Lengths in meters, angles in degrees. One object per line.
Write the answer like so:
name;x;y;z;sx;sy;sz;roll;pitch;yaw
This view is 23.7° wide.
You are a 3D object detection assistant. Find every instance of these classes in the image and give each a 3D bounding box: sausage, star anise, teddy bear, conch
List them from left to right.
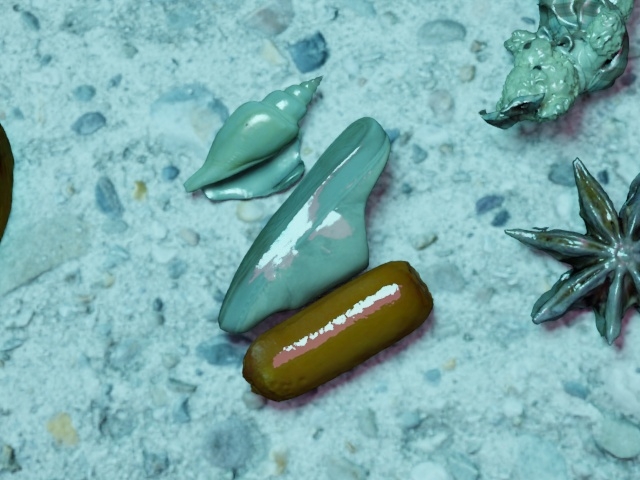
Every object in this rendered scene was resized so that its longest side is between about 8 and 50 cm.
conch;-0.058;-0.100;1.532;0.180;0.088;0.065;-43;30;3
sausage;0.015;0.089;1.458;0.197;0.076;0.076;-31;73;0
teddy bear;0.238;-0.179;1.480;0.133;0.111;0.213;1;59;52
star anise;0.276;0.008;1.444;0.181;0.061;0.204;38;87;10

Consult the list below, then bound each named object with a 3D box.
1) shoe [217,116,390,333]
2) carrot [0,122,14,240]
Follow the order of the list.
shoe;0.000;0.000;1.477;0.100;0.103;0.251;36;92;-10
carrot;-0.451;-0.030;1.551;0.258;0.100;0.307;41;87;19
